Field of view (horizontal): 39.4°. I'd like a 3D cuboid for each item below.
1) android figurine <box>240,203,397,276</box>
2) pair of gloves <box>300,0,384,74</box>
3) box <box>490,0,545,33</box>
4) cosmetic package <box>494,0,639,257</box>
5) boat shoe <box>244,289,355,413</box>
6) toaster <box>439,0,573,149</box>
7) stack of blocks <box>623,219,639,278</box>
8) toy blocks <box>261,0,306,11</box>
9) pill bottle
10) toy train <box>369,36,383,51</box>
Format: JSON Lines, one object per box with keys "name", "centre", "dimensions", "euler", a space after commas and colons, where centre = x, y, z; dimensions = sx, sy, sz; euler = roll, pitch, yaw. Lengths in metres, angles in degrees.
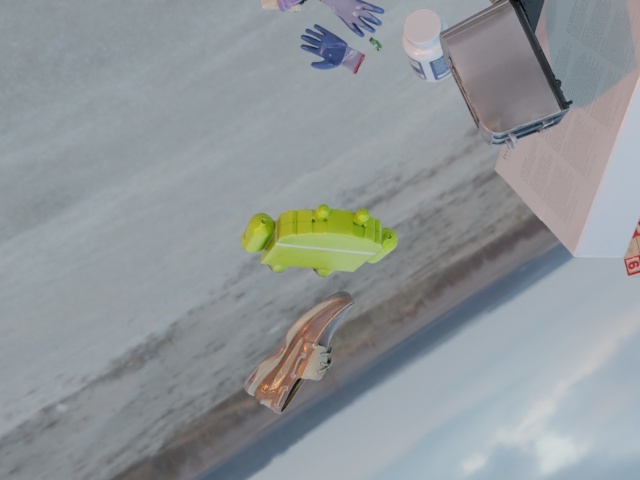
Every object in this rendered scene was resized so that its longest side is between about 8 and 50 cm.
{"name": "android figurine", "centre": [0.000, 0.000, 1.450], "dimensions": [0.248, 0.056, 0.273], "euler": [5, 161, -12]}
{"name": "pair of gloves", "centre": [0.043, -0.444, 1.882], "dimensions": [0.023, 0.159, 0.198], "euler": [-21, 139, -58]}
{"name": "box", "centre": [0.565, -0.530, 1.927], "dimensions": [0.322, 0.257, 0.079], "euler": [-37, -154, 16]}
{"name": "cosmetic package", "centre": [0.399, -0.206, 1.312], "dimensions": [0.098, 0.284, 0.377], "euler": [0, 121, -19]}
{"name": "boat shoe", "centre": [-0.025, 0.237, 1.877], "dimensions": [0.324, 0.116, 0.123], "euler": [-50, 165, 24]}
{"name": "toaster", "centre": [0.232, -0.215, 1.143], "dimensions": [0.110, 0.185, 0.168], "euler": [-25, 177, 8]}
{"name": "stack of blocks", "centre": [0.843, 0.008, 2.202], "dimensions": [0.087, 0.171, 0.297], "euler": [-23, 157, 40]}
{"name": "toy blocks", "centre": [0.010, -0.666, 1.994], "dimensions": [0.260, 0.308, 0.288], "euler": [0, -151, 19]}
{"name": "pill bottle", "centre": [0.206, -0.373, 1.699], "dimensions": [0.094, 0.094, 0.169], "euler": [-34, 163, 6]}
{"name": "toy train", "centre": [0.131, -0.468, 2.125], "dimensions": [0.017, 0.024, 0.083], "euler": [-50, -161, 15]}
